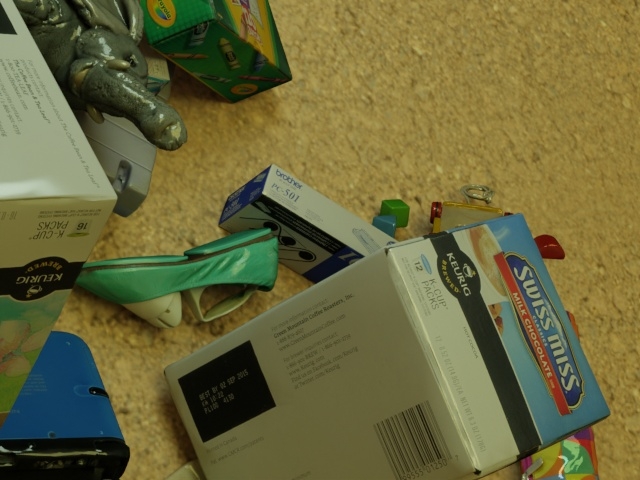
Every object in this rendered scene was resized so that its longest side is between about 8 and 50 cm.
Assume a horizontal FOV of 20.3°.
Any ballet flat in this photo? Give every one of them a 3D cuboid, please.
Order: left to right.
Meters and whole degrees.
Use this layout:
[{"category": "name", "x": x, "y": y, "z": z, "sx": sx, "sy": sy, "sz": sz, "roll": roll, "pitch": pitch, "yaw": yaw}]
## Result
[{"category": "ballet flat", "x": -0.142, "y": 0.047, "z": 1.873, "sx": 0.247, "sy": 0.083, "sz": 0.087, "roll": -11, "pitch": 94, "yaw": -36}]

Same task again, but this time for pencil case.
[{"category": "pencil case", "x": 0.265, "y": 0.198, "z": 2.080, "sx": 0.104, "sy": 0.104, "sz": 0.236, "roll": 9, "pitch": 63, "yaw": -32}]

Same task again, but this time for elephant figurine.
[{"category": "elephant figurine", "x": -0.240, "y": -0.179, "z": 1.739, "sx": 0.239, "sy": 0.169, "sz": 0.186, "roll": 27, "pitch": 57, "yaw": -15}]

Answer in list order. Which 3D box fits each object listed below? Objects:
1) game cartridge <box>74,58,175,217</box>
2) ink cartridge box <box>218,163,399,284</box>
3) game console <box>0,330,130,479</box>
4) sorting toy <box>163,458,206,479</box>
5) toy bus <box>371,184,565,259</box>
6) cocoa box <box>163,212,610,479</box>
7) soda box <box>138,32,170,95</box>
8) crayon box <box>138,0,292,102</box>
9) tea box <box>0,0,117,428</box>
[{"category": "game cartridge", "x": -0.321, "y": -0.190, "z": 1.837, "sx": 0.355, "sy": 0.068, "sz": 0.230, "roll": 29, "pitch": 38, "yaw": -21}, {"category": "ink cartridge box", "x": 0.000, "y": 0.000, "z": 1.980, "sx": 0.207, "sy": 0.097, "sz": 0.046, "roll": 31, "pitch": 54, "yaw": -21}, {"category": "game console", "x": -0.343, "y": 0.225, "z": 1.658, "sx": 0.293, "sy": 0.173, "sz": 0.250, "roll": 3, "pitch": 40, "yaw": -30}, {"category": "sorting toy", "x": -0.133, "y": 0.342, "z": 1.768, "sx": 0.208, "sy": 0.038, "sz": 0.193, "roll": -35, "pitch": 92, "yaw": -40}, {"category": "toy bus", "x": 0.168, "y": 0.026, "z": 2.082, "sx": 0.202, "sy": 0.191, "sz": 0.104, "roll": -11, "pitch": 119, "yaw": -37}, {"category": "cocoa box", "x": 0.062, "y": 0.150, "z": 1.780, "sx": 0.228, "sy": 0.347, "sz": 0.231, "roll": -13, "pitch": 77, "yaw": -48}, {"category": "soda box", "x": -0.210, "y": -0.228, "z": 1.881, "sx": 0.063, "sy": 0.058, "sz": 0.183, "roll": 13, "pitch": 50, "yaw": -36}, {"category": "crayon box", "x": -0.125, "y": -0.263, "z": 1.925, "sx": 0.278, "sy": 0.081, "sz": 0.165, "roll": 27, "pitch": 44, "yaw": -73}, {"category": "tea box", "x": -0.377, "y": -0.040, "z": 1.527, "sx": 0.220, "sy": 0.323, "sz": 0.329, "roll": -5, "pitch": 49, "yaw": -36}]
